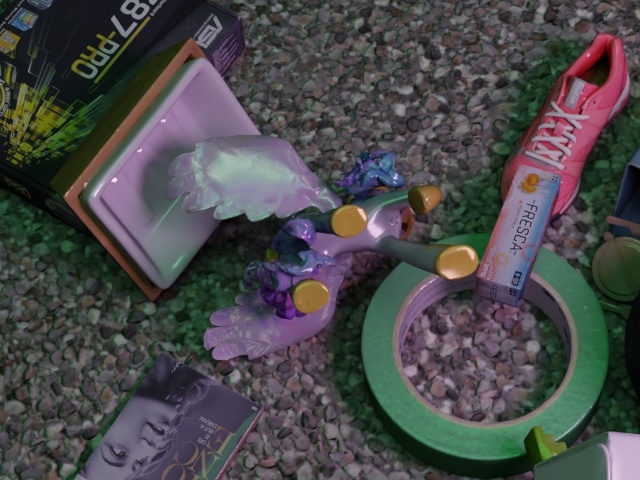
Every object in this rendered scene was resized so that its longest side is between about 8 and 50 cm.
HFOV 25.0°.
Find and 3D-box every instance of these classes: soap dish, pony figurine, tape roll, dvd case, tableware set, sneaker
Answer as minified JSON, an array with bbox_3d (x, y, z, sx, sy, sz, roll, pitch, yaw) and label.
[{"bbox_3d":[-0.220,-0.099,1.977,0.118,0.229,0.290,15,61,41],"label":"soap dish"},{"bbox_3d":[0.000,0.000,1.849,0.351,0.363,0.302,-13,100,-8],"label":"pony figurine"},{"bbox_3d":[0.214,0.147,1.889,0.321,0.077,0.321,-2,63,4],"label":"tape roll"},{"bbox_3d":[-0.201,0.273,1.892,0.165,0.018,0.221,27,68,17],"label":"dvd case"},{"bbox_3d":[0.460,0.052,1.922,0.194,0.039,0.128,18,102,19],"label":"tableware set"},{"bbox_3d":[0.335,-0.164,2.006,0.116,0.136,0.313,24,67,17],"label":"sneaker"}]

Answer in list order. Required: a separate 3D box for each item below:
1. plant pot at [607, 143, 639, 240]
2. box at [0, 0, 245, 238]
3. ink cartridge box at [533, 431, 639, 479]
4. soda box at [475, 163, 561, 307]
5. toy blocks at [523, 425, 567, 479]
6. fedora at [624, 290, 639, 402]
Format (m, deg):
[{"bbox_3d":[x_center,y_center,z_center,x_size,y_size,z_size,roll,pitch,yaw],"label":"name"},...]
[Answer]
[{"bbox_3d":[0.521,-0.105,1.948,0.166,0.165,0.234,24,59,16],"label":"plant pot"},{"bbox_3d":[-0.349,-0.236,2.126,0.318,0.097,0.395,30,69,15],"label":"box"},{"bbox_3d":[0.438,0.377,1.543,0.395,0.166,0.285,10,65,-20],"label":"ink cartridge box"},{"bbox_3d":[0.260,-0.008,1.890,0.063,0.058,0.183,18,65,14],"label":"soda box"},{"bbox_3d":[0.410,0.396,1.706,0.261,0.190,0.381,-7,62,-12],"label":"toy blocks"},{"bbox_3d":[0.482,0.141,1.794,0.153,0.334,0.334,-7,50,53],"label":"fedora"}]
